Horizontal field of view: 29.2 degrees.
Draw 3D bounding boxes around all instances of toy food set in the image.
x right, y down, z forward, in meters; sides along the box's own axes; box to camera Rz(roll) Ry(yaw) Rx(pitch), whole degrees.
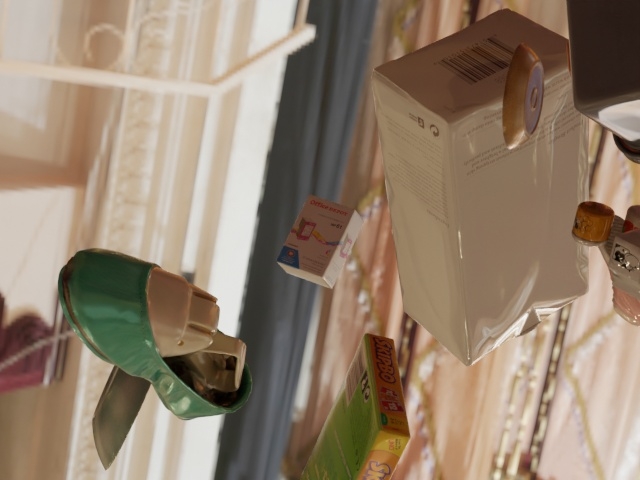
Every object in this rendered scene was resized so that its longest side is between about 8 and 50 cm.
[{"bbox_3d":[0.360,0.048,1.270,0.111,0.104,0.232,-16,-145,-39],"label":"toy food set"}]

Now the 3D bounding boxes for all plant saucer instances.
[{"bbox_3d":[0.159,-0.111,0.954,0.015,0.083,0.083,8,-170,23],"label":"plant saucer"},{"bbox_3d":[-0.208,0.151,1.333,0.037,0.195,0.195,25,-171,-10],"label":"plant saucer"}]

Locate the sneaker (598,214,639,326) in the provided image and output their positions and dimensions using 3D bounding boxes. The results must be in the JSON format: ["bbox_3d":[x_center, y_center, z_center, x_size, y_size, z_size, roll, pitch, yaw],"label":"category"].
[{"bbox_3d":[0.346,0.040,1.408,0.051,0.134,0.070,-22,162,-21],"label":"sneaker"}]

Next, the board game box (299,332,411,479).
[{"bbox_3d":[0.014,0.219,1.084,0.039,0.259,0.124,15,-148,-15],"label":"board game box"}]

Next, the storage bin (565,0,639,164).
[{"bbox_3d":[0.177,-0.119,0.693,0.098,0.135,0.091,-10,166,38],"label":"storage bin"}]

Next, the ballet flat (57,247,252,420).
[{"bbox_3d":[-0.106,0.068,0.911,0.087,0.083,0.247,-7,153,12],"label":"ballet flat"}]

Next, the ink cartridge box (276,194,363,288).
[{"bbox_3d":[0.000,0.000,1.904,0.088,0.122,0.052,19,164,27],"label":"ink cartridge box"}]

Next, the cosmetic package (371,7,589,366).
[{"bbox_3d":[0.206,-0.060,1.515,0.217,0.385,0.156,-27,-137,-22],"label":"cosmetic package"}]
